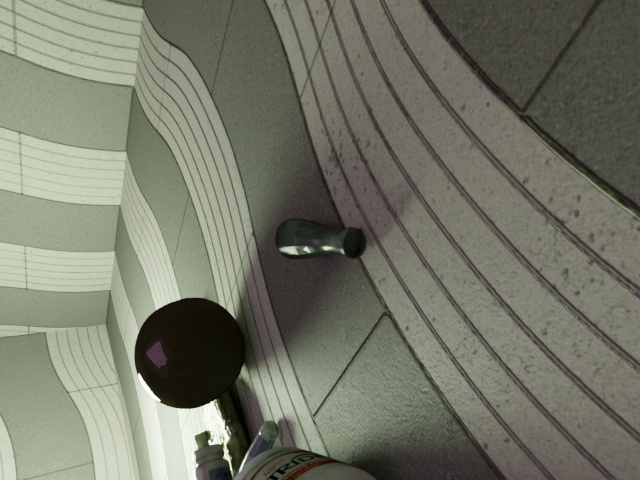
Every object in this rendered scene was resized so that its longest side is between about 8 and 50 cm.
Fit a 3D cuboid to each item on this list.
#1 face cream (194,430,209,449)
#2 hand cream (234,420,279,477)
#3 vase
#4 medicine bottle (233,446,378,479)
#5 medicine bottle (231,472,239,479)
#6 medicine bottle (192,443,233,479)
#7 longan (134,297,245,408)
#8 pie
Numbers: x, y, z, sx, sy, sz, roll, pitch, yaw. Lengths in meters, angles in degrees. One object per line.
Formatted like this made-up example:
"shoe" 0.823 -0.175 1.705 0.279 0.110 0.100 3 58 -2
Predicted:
"face cream" -0.368 0.742 1.717 0.058 0.092 0.243 3 100 39
"hand cream" -0.179 0.575 1.333 0.255 0.048 0.079 -64 19 16
"vase" 0.000 0.000 1.011 0.214 0.086 0.086 4 97 55
"medicine bottle" -0.023 0.517 0.931 0.241 0.253 0.252 -21 75 58
"medicine bottle" -0.130 0.700 1.186 0.202 0.202 0.315 37 125 52
"medicine bottle" -0.292 0.668 1.429 0.102 0.103 0.186 -58 43 45
"longan" -0.360 0.315 1.443 0.319 0.319 0.318 10 102 59
"pie" -0.292 0.583 1.582 0.323 0.071 0.322 25 118 58
